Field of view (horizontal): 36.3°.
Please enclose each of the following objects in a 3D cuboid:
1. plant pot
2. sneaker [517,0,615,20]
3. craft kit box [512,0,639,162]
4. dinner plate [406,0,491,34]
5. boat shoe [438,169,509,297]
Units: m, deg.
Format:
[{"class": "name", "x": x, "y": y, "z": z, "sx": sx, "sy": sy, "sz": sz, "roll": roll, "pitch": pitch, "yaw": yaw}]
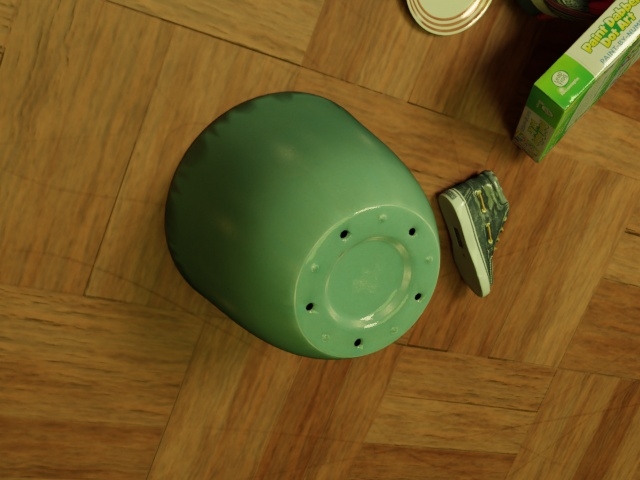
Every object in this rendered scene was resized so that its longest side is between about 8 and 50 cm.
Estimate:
[{"class": "plant pot", "x": 0.000, "y": 0.000, "z": 1.128, "sx": 0.293, "sy": 0.235, "sz": 0.293, "roll": -13, "pitch": 119, "yaw": -25}, {"class": "sneaker", "x": 0.259, "y": -0.377, "z": 1.159, "sx": 0.299, "sy": 0.112, "sz": 0.121, "roll": 37, "pitch": 82, "yaw": -40}, {"class": "craft kit box", "x": 0.358, "y": -0.229, "z": 1.247, "sx": 0.247, "sy": 0.061, "sz": 0.250, "roll": -48, "pitch": 170, "yaw": -4}, {"class": "dinner plate", "x": 0.160, "y": -0.323, "z": 1.199, "sx": 0.141, "sy": 0.017, "sz": 0.141, "roll": -13, "pitch": 120, "yaw": -24}, {"class": "boat shoe", "x": 0.229, "y": -0.007, "z": 1.365, "sx": 0.083, "sy": 0.065, "sz": 0.183, "roll": -29, "pitch": 124, "yaw": -14}]
